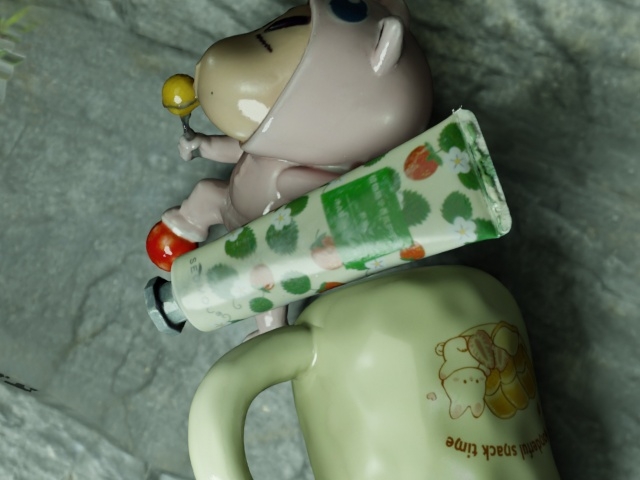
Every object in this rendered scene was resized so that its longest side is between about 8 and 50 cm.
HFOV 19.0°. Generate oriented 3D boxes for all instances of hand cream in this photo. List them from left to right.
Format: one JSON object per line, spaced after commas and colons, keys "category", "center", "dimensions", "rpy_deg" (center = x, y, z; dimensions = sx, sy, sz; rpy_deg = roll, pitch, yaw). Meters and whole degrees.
{"category": "hand cream", "center": [0.000, 0.000, 1.355], "dimensions": [0.276, 0.059, 0.095], "rpy_deg": [-24, 77, 20]}

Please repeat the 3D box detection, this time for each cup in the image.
{"category": "cup", "center": [0.033, 0.139, 1.347], "dimensions": [0.255, 0.173, 0.202], "rpy_deg": [-11, 76, -8]}

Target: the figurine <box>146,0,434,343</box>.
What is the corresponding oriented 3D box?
{"category": "figurine", "center": [-0.033, -0.067, 1.438], "dimensions": [0.186, 0.176, 0.287], "rpy_deg": [23, 112, -15]}
